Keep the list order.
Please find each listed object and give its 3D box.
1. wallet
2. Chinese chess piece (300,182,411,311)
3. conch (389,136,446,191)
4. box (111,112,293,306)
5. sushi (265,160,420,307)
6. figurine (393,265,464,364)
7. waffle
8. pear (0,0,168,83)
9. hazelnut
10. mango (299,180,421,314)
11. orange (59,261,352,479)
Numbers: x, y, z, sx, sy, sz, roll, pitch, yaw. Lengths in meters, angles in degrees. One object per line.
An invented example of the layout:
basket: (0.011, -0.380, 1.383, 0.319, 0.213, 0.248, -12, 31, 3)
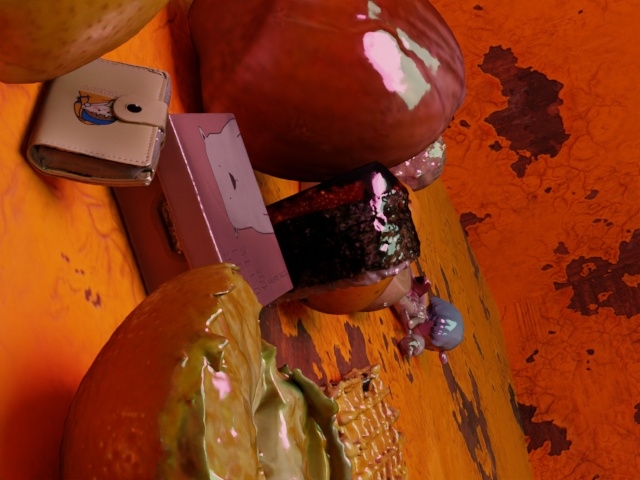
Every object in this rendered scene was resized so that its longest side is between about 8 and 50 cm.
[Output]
wallet: (-0.190, -0.106, 0.967, 0.155, 0.110, 0.039, -90, -167, -51)
Chinese chess piece: (0.060, -0.014, 1.796, 0.273, 0.102, 0.273, -19, 90, -76)
conch: (0.154, -0.186, 2.302, 0.291, 0.159, 0.210, 134, -45, -61)
box: (-0.121, -0.018, 1.128, 0.215, 0.086, 0.215, -28, 99, -76)
sushi: (0.000, 0.000, 1.277, 0.126, 0.225, 0.136, 68, 23, -5)
figurine: (0.192, 0.141, 2.109, 0.260, 0.103, 0.205, 48, 23, -36)
waffle: (0.059, 0.270, 1.501, 0.283, 0.065, 0.309, -91, 161, -46)
pear: (-0.193, -0.314, 0.756, 0.340, 0.191, 0.386, 23, 57, -38)
hazelnut: (0.008, -0.227, 1.418, 0.372, 0.372, 0.315, -91, -167, -52)
mango: (0.042, 0.004, 1.454, 0.160, 0.191, 0.290, 45, -20, -1)
orange: (-0.074, 0.181, 0.825, 0.334, 0.196, 0.262, 55, 35, -38)
